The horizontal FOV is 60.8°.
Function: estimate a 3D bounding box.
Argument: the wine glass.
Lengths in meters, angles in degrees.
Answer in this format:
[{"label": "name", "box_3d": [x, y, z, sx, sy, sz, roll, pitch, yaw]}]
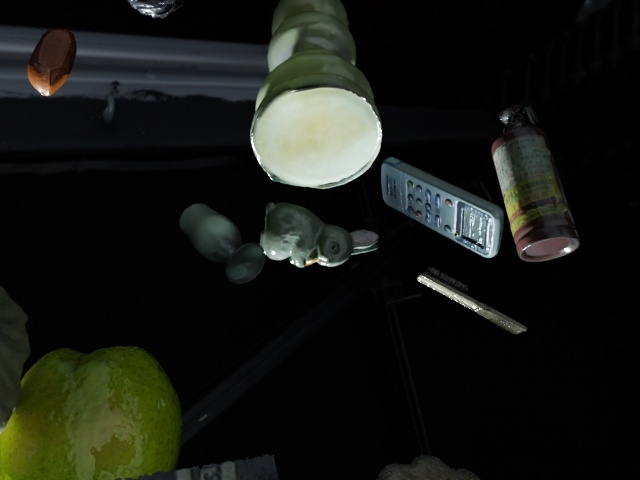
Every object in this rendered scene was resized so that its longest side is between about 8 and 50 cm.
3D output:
[{"label": "wine glass", "box_3d": [-0.201, 0.000, 1.083, 0.092, 0.202, 0.093, -23, -50, -31]}]

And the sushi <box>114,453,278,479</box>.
[{"label": "sushi", "box_3d": [-0.184, 0.511, 0.734, 0.296, 0.100, 0.373, 0, -120, -25]}]

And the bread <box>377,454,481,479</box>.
[{"label": "bread", "box_3d": [0.247, 0.635, 1.353, 0.337, 0.183, 0.102, -4, -58, -23]}]

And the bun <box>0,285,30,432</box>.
[{"label": "bun", "box_3d": [-0.643, 0.197, 0.905, 0.359, 0.210, 0.360, -17, -90, -73]}]

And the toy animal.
[{"label": "toy animal", "box_3d": [0.000, 0.000, 1.148, 0.251, 0.127, 0.126, 10, -109, 1]}]

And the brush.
[{"label": "brush", "box_3d": [0.321, 0.124, 1.144, 0.247, 0.043, 0.036, 29, -107, 1]}]

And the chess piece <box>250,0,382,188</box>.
[{"label": "chess piece", "box_3d": [-0.013, -0.256, 0.813, 0.182, 0.182, 0.331, 18, -133, -26]}]

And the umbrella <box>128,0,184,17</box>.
[{"label": "umbrella", "box_3d": [-0.267, -0.556, 0.941, 0.118, 0.340, 0.118, 16, -145, -12]}]

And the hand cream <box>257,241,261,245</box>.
[{"label": "hand cream", "box_3d": [-0.126, 0.008, 1.338, 0.122, 0.023, 0.036, -32, -68, -50]}]

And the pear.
[{"label": "pear", "box_3d": [-0.460, 0.390, 1.121, 0.390, 0.391, 0.391, 9, -108, -29]}]

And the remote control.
[{"label": "remote control", "box_3d": [0.101, -0.031, 0.467, 0.017, 0.124, 0.053, -34, -42, -27]}]

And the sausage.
[{"label": "sausage", "box_3d": [-0.609, -0.414, 1.242, 0.089, 0.089, 0.179, 17, -123, -27]}]

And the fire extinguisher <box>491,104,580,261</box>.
[{"label": "fire extinguisher", "box_3d": [0.276, -0.093, 0.740, 0.106, 0.075, 0.252, 51, -151, -59]}]
